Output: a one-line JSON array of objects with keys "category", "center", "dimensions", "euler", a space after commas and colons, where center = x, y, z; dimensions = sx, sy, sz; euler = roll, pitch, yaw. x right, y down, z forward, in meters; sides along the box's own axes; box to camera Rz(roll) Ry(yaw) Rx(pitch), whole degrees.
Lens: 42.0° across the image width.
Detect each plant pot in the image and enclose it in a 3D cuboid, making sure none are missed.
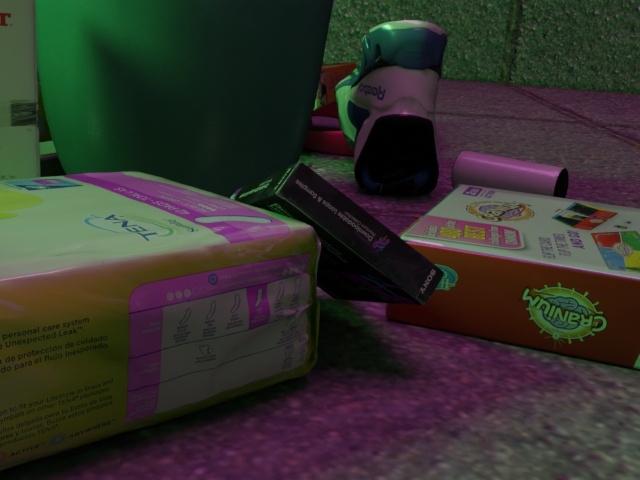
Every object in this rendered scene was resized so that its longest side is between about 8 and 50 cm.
[{"category": "plant pot", "center": [-0.141, -0.142, 0.838], "dimensions": [0.292, 0.235, 0.293], "euler": [5, 16, -1]}]

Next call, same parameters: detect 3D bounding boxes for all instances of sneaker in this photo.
[{"category": "sneaker", "center": [0.082, -0.135, 1.088], "dimensions": [0.127, 0.182, 0.315], "euler": [5, -14, -4]}]

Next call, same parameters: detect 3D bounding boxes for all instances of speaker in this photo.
[{"category": "speaker", "center": [0.235, -0.074, 1.035], "dimensions": [0.136, 0.055, 0.055], "euler": [14, 19, 32]}]

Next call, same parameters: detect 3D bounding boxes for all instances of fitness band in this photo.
[{"category": "fitness band", "center": [0.054, -0.192, 1.401], "dimensions": [0.208, 0.054, 0.291], "euler": [6, 17, 5]}]

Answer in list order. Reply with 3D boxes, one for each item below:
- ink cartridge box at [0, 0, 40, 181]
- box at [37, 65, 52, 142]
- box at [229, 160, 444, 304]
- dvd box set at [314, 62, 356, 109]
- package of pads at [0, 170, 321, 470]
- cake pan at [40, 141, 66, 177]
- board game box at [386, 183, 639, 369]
[{"category": "ink cartridge box", "center": [-0.299, -0.091, 0.641], "dimensions": [0.160, 0.220, 0.092], "euler": [-1, 17, -20]}, {"category": "box", "center": [-0.322, -0.153, 0.867], "dimensions": [0.043, 0.105, 0.179], "euler": [15, 18, 28]}, {"category": "box", "center": [0.000, 0.000, 0.563], "dimensions": [0.116, 0.029, 0.162], "euler": [37, -12, -14]}, {"category": "dvd box set", "center": [-0.117, -0.248, 1.364], "dimensions": [0.307, 0.062, 0.420], "euler": [-2, 13, 12]}, {"category": "package of pads", "center": [-0.169, 0.032, 0.468], "dimensions": [0.296, 0.101, 0.229], "euler": [-10, 20, -40]}, {"category": "cake pan", "center": [-0.400, -0.093, 0.924], "dimensions": [0.293, 0.054, 0.293], "euler": [4, 16, -1]}, {"category": "board game box", "center": [0.237, 0.026, 0.663], "dimensions": [0.316, 0.064, 0.242], "euler": [10, 17, 19]}]
